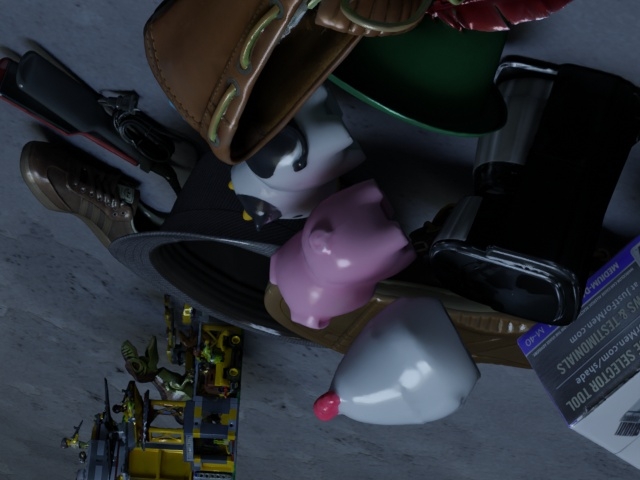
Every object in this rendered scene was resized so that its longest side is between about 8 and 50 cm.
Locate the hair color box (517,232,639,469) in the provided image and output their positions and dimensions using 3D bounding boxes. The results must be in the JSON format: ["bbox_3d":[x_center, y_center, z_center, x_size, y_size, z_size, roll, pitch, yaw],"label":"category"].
[{"bbox_3d":[0.337,0.116,1.544,0.185,0.110,0.339,-43,137,14],"label":"hair color box"}]

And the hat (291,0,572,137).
[{"bbox_3d":[0.103,-0.191,1.337,0.208,0.173,0.183,27,119,0],"label":"hat"}]

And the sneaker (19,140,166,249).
[{"bbox_3d":[-0.219,-0.050,1.862,0.071,0.066,0.188,-16,144,28],"label":"sneaker"}]

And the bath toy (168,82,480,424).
[{"bbox_3d":[0.000,0.000,1.467,0.129,0.348,0.151,-29,159,3],"label":"bath toy"}]

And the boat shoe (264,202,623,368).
[{"bbox_3d":[0.120,0.032,1.615,0.342,0.123,0.123,5,151,-9],"label":"boat shoe"}]

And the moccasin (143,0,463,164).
[{"bbox_3d":[0.025,-0.180,1.201,0.380,0.147,0.139,-39,163,34],"label":"moccasin"}]

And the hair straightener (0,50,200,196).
[{"bbox_3d":[-0.193,-0.103,1.731,0.230,0.047,0.089,37,151,-32],"label":"hair straightener"}]

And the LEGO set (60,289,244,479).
[{"bbox_3d":[-0.182,0.164,2.023,0.192,0.255,0.331,4,162,-2],"label":"LEGO set"}]

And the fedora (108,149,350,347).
[{"bbox_3d":[-0.048,-0.003,1.732,0.275,0.124,0.244,29,156,-32],"label":"fedora"}]

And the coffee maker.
[{"bbox_3d":[0.185,-0.035,1.428,0.171,0.178,0.120,2,150,35],"label":"coffee maker"}]
